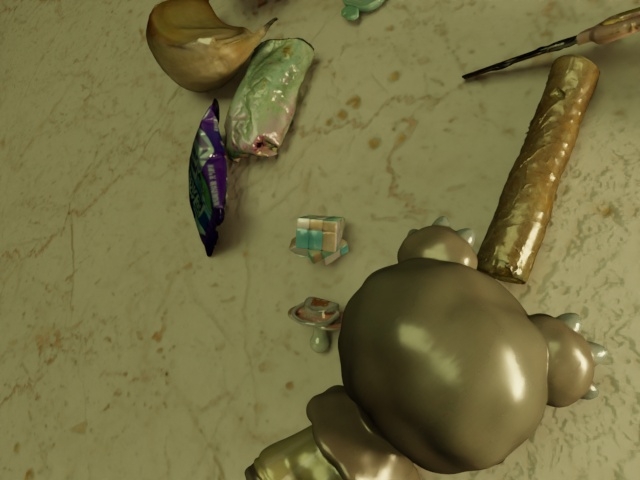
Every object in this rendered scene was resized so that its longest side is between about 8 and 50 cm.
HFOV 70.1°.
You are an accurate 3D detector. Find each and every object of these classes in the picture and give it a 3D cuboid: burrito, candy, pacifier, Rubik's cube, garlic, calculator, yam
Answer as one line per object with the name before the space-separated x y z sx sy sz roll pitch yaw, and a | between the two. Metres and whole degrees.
burrito | -0.105 -0.255 0.828 0.143 0.089 0.229 7 73 37
candy | -0.201 -0.118 0.827 0.145 0.070 0.276 127 140 -57
pacifier | -0.003 0.123 0.642 0.099 0.081 0.078 13 107 34
Rubik's cube | 0.001 0.000 0.680 0.075 0.084 0.073 7 98 30
garlic | -0.235 -0.395 0.896 0.196 0.151 0.338 -53 46 5
calculator | 0.091 -0.460 0.824 0.095 0.021 0.153 35 91 35
yam | 0.266 -0.089 0.558 0.066 0.066 0.300 18 83 34

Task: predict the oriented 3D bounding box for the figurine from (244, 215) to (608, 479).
figurine | 0.080 0.169 0.490 0.381 0.203 0.248 -48 59 8

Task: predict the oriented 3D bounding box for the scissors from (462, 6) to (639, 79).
scissors | 0.326 -0.251 0.568 0.317 0.160 0.024 -5 113 44
